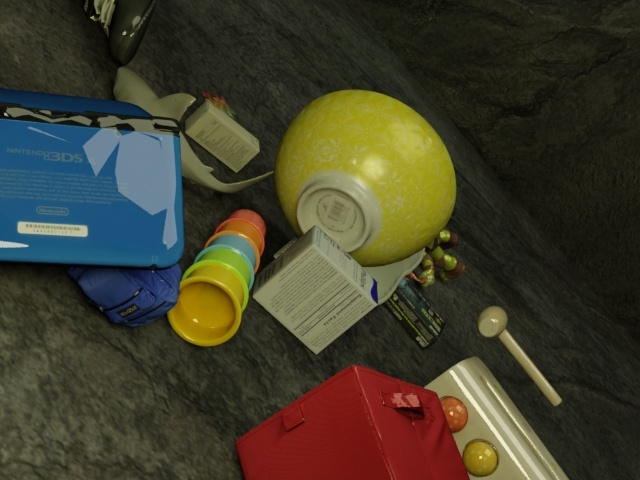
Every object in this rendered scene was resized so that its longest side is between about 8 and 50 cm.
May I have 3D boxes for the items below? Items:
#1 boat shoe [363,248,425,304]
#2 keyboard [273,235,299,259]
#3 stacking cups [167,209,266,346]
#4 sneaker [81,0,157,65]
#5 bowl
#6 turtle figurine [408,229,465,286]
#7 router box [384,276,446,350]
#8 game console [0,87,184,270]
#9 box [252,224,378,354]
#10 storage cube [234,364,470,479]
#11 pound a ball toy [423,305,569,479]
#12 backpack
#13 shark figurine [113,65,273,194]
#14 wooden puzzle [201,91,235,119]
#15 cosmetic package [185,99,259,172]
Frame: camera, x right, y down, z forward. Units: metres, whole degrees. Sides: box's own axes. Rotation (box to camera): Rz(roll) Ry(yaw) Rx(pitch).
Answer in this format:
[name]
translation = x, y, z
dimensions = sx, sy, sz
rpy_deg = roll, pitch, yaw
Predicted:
[boat shoe]
translation = 0.081, 0.037, 1.999
dimensions = 0.319, 0.099, 0.116
rpy_deg = -30, 116, -58
[keyboard]
translation = 0.000, 0.000, 1.891
dimensions = 0.072, 0.014, 0.256
rpy_deg = 16, 22, 14
[stacking cups]
translation = -0.122, 0.040, 1.557
dimensions = 0.096, 0.096, 0.316
rpy_deg = 47, 18, -8
[sneaker]
translation = -0.342, -0.396, 1.860
dimensions = 0.146, 0.122, 0.330
rpy_deg = 21, 31, -19
[bowl]
translation = 0.046, -0.066, 1.732
dimensions = 0.289, 0.289, 0.156
rpy_deg = 47, 35, -7
[turtle figurine]
translation = 0.201, -0.012, 2.302
dimensions = 0.217, 0.087, 0.269
rpy_deg = 25, 31, -48
[router box]
translation = 0.167, 0.128, 2.057
dimensions = 0.122, 0.038, 0.092
rpy_deg = 49, 21, -2
[game console]
translation = -0.317, -0.078, 1.280
dimensions = 0.293, 0.173, 0.250
rpy_deg = 3, 74, -25
[box]
translation = -0.006, 0.072, 1.677
dimensions = 0.137, 0.126, 0.072
rpy_deg = 44, 19, -16
[storage cube]
translation = 0.048, 0.282, 1.305
dimensions = 0.184, 0.215, 0.193
rpy_deg = 25, 37, -49
[pound a ball toy]
translation = 0.273, 0.284, 1.759
dimensions = 0.319, 0.208, 0.136
rpy_deg = 55, 21, 13
[backpack]
translation = -0.223, 0.046, 1.327
dimensions = 0.120, 0.098, 0.101
rpy_deg = 50, 27, -37
[shark figurine]
translation = -0.203, -0.159, 1.703
dimensions = 0.278, 0.116, 0.166
rpy_deg = 44, 22, -8
[wooden puzzle]
translation = -0.177, -0.239, 2.041
dimensions = 0.049, 0.006, 0.083
rpy_deg = 58, 22, 21
[cosmetic package]
translation = -0.161, -0.170, 1.880
dimensions = 0.115, 0.060, 0.041
rpy_deg = 40, 21, -28
